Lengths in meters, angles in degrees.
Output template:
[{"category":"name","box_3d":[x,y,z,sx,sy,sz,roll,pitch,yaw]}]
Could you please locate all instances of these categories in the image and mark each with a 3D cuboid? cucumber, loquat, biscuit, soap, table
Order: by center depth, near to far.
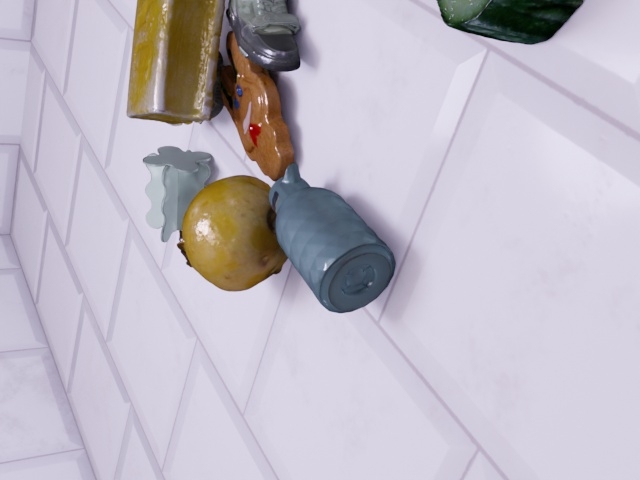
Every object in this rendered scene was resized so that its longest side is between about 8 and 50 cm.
[{"category":"cucumber","box_3d":[0.236,-0.345,0.978,0.191,0.130,0.191,-15,72,56]},{"category":"loquat","box_3d":[-0.172,-0.012,1.513,0.244,0.244,0.244,5,96,57]},{"category":"biscuit","box_3d":[-0.141,-0.270,1.583,0.334,0.047,0.202,64,152,24]},{"category":"soap","box_3d":[-0.314,-0.422,1.663,0.293,0.156,0.335,15,100,61]},{"category":"table","box_3d":[-0.345,-0.107,1.852,0.166,0.166,0.198,39,131,49]}]

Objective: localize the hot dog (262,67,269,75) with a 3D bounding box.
[{"category":"hot dog","box_3d":[-0.136,-0.388,1.621,0.044,0.028,0.137,-49,53,55]}]

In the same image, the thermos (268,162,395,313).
[{"category":"thermos","box_3d":[0.000,0.000,1.340,0.286,0.145,0.182,51,146,45]}]

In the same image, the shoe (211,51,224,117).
[{"category":"shoe","box_3d":[-0.272,-0.362,1.796,0.099,0.071,0.169,-10,79,59]}]

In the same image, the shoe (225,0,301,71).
[{"category":"shoe","box_3d":[-0.107,-0.452,1.493,0.293,0.109,0.149,58,143,44]}]
